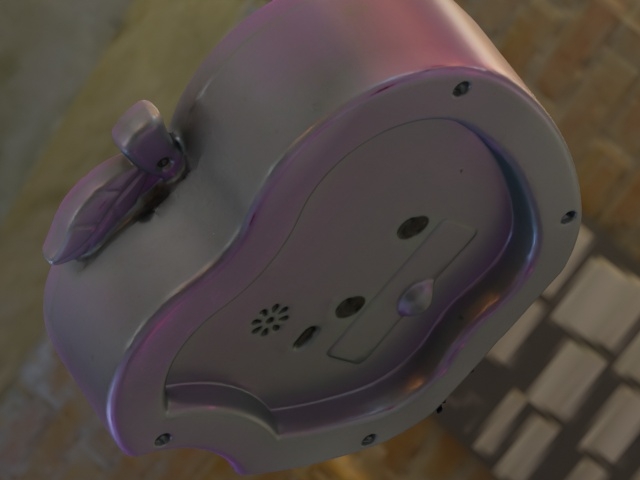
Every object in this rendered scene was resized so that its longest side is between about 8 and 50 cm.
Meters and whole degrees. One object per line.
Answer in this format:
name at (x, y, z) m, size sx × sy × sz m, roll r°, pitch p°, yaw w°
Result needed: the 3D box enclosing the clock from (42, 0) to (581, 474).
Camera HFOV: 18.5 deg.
clock at (0.000, 0.000, 1.205) m, size 0.338 × 0.102 × 0.338 m, roll -22°, pitch -39°, yaw -19°
